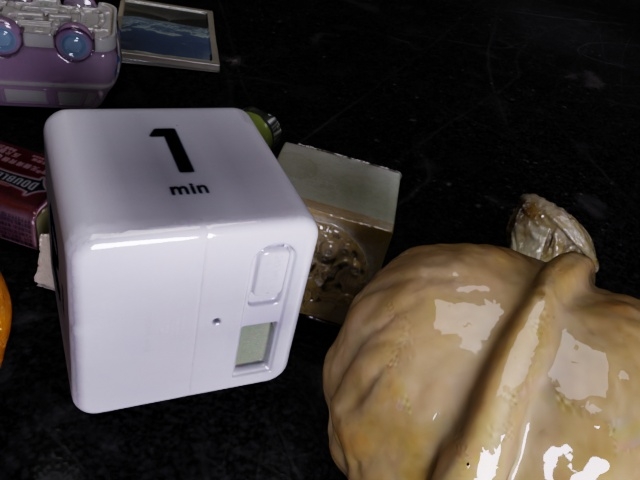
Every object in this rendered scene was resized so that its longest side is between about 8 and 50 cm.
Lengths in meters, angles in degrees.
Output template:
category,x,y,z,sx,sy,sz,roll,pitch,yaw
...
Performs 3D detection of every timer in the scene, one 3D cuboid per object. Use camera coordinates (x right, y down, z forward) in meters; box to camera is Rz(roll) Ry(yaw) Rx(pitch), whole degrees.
category,x,y,z,sx,sy,sz,roll,pitch,yaw
timer,-0.136,0.009,0.599,0.194,0.193,0.195,-6,41,-25

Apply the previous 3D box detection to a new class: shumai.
category,x,y,z,sx,sy,sz,roll,pitch,yaw
shumai,0.269,0.022,0.832,0.116,0.145,0.145,-45,59,-5

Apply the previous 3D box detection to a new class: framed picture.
category,x,y,z,sx,sy,sz,roll,pitch,yaw
framed picture,-0.289,-0.386,1.244,0.188,0.023,0.260,4,39,-15

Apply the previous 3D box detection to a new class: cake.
category,x,y,z,sx,sy,sz,roll,pitch,yaw
cake,-0.273,-0.001,0.747,0.052,0.065,0.121,12,32,-5

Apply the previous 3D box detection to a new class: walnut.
category,x,y,z,sx,sy,sz,roll,pitch,yaw
walnut,0.143,0.136,0.528,0.296,0.285,0.285,23,39,23

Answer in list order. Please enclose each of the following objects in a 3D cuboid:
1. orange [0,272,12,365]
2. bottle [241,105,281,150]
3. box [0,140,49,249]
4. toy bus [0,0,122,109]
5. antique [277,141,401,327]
category,x,y,z,sx,sy,sz,roll,pitch,yaw
orange,-0.365,0.060,0.503,0.239,0.240,0.240,8,39,-6
bottle,-0.138,-0.098,0.855,0.112,0.112,0.260,24,39,14
box,-0.403,-0.071,0.785,0.224,0.069,0.120,19,39,6
toy bus,-0.399,-0.280,0.981,0.202,0.142,0.142,0,40,-14
antique,0.000,0.000,0.741,0.146,0.152,0.148,14,36,0
